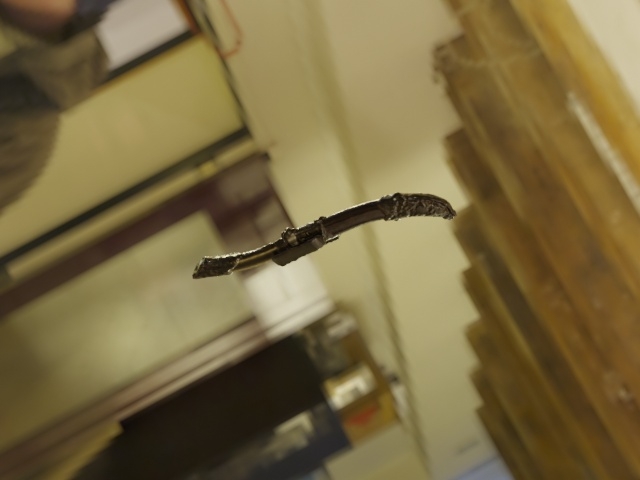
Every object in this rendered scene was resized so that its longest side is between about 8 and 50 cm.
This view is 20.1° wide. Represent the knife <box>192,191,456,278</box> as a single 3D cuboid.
[{"bbox_3d":[-0.001,-0.004,1.455,0.045,0.222,0.021,69,8,-49],"label":"knife"}]
